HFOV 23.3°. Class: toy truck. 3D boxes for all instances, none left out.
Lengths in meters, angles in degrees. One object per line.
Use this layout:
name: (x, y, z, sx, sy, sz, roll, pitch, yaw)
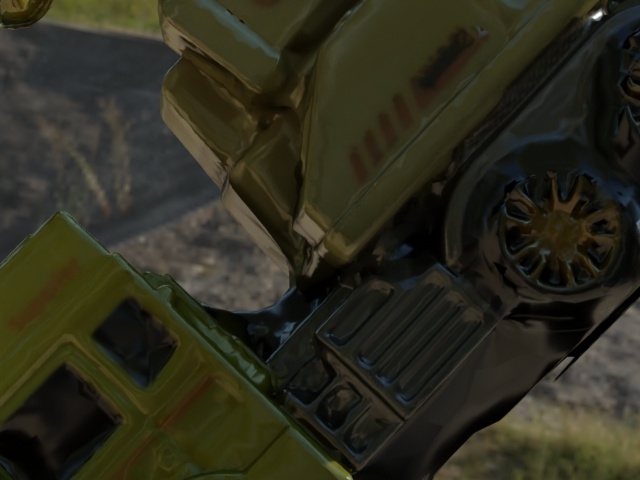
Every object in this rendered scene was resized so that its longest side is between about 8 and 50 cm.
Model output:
toy truck: (0.000, 0.000, 0.698, 0.254, 0.405, 0.180, 43, -8, 5)

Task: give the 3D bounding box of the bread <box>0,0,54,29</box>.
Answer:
bread: (-0.208, -0.187, 0.756, 0.260, 0.156, 0.158, -22, 45, -37)
